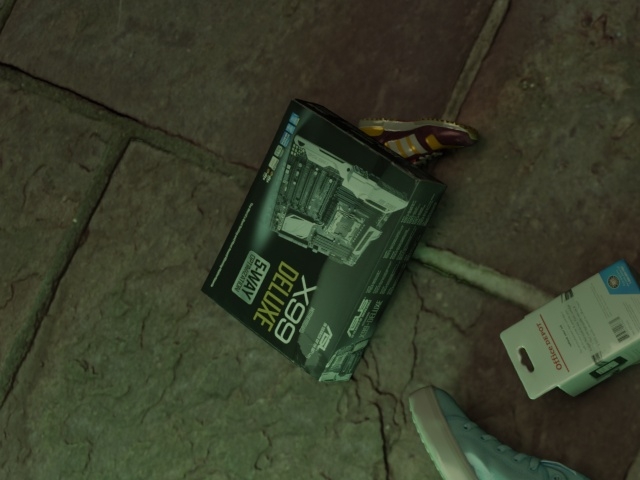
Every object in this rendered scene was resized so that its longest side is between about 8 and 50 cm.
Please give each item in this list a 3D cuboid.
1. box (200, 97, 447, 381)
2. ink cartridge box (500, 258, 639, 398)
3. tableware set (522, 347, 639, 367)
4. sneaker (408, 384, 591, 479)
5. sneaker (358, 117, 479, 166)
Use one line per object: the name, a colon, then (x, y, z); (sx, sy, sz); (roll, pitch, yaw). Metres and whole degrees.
box: (0.000, 0.000, 2.089); (0.242, 0.076, 0.307); (36, 107, 33)
ink cartridge box: (0.322, 0.116, 1.884); (0.180, 0.060, 0.104); (-32, 59, 16)
tableware set: (0.325, 0.122, 1.929); (0.154, 0.024, 0.104); (-19, 66, 25)
sneaker: (0.246, 0.306, 1.876); (0.150, 0.135, 0.366); (-32, 62, -3)
sneaker: (0.130, -0.120, 2.095); (0.185, 0.069, 0.084); (4, 86, 37)
